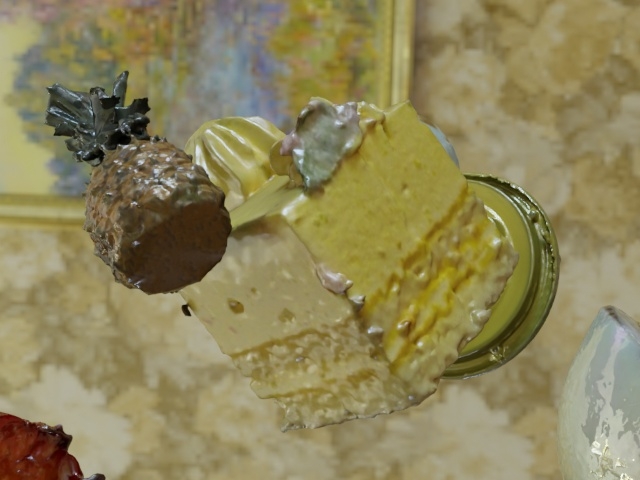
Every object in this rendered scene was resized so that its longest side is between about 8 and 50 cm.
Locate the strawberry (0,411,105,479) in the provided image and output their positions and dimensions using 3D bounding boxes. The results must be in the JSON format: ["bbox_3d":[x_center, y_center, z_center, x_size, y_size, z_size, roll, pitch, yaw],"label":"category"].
[{"bbox_3d":[-0.320,0.212,1.249,0.178,0.234,0.233,30,126,51],"label":"strawberry"}]

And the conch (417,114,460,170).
[{"bbox_3d":[0.115,-0.059,2.074,0.249,0.197,0.368,46,-163,-13],"label":"conch"}]

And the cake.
[{"bbox_3d":[0.000,0.000,1.400,0.286,0.227,0.222,54,-131,-15],"label":"cake"}]

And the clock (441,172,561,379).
[{"bbox_3d":[0.139,0.032,1.594,0.057,0.237,0.237,27,-119,-55],"label":"clock"}]

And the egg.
[{"bbox_3d":[0.359,0.242,1.555,0.201,0.337,0.337,-49,1,7],"label":"egg"}]

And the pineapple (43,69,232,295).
[{"bbox_3d":[-0.173,-0.063,1.329,0.248,0.128,0.128,-125,25,-43],"label":"pineapple"}]
